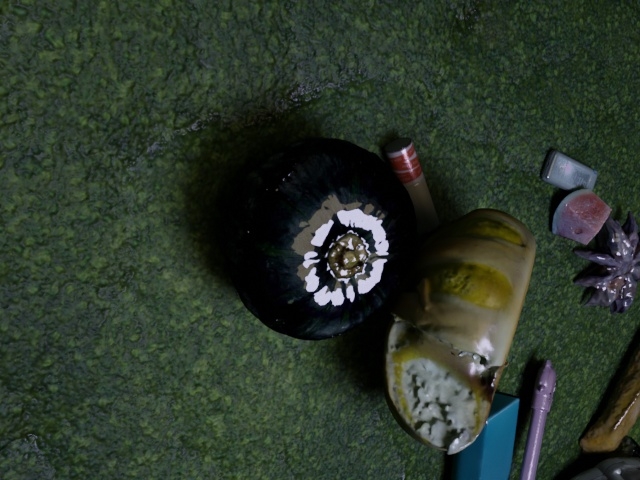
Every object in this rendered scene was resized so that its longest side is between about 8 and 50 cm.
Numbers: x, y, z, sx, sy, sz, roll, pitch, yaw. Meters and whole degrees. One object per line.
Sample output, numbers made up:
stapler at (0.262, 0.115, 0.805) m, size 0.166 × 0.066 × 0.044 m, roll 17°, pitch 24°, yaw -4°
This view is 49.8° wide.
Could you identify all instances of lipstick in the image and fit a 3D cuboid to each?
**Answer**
lipstick at (0.124, -0.072, 0.927) m, size 0.038 × 0.038 × 0.131 m, roll -35°, pitch 119°, yaw -20°

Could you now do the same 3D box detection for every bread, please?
bread at (0.172, 0.109, 0.899) m, size 0.333 × 0.160 × 0.333 m, roll 18°, pitch 90°, yaw -74°

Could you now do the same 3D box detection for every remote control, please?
remote control at (0.403, -0.105, 1.111) m, size 0.124 × 0.018 × 0.053 m, roll 15°, pitch 96°, yaw -35°

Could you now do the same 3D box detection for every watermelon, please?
watermelon at (0.420, -0.040, 1.109) m, size 0.092 × 0.072 × 0.085 m, roll 37°, pitch 76°, yaw -35°

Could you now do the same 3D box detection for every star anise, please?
star anise at (0.521, 0.039, 1.202) m, size 0.180 × 0.061 × 0.205 m, roll -9°, pitch 108°, yaw -31°

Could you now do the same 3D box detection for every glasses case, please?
glasses case at (0.258, 0.402, 1.133) m, size 0.117 × 0.070 × 0.301 m, roll -11°, pitch 108°, yaw -47°

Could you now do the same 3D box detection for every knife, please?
knife at (0.339, 0.396, 1.152) m, size 0.132 × 0.038 × 0.399 m, roll 37°, pitch 67°, yaw -66°

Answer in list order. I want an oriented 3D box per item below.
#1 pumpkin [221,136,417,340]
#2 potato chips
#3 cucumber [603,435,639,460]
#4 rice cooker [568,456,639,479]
pumpkin at (0.000, 0.000, 0.794) m, size 0.233 × 0.163 × 0.233 m, roll -8°, pitch 106°, yaw -29°
potato chips at (0.615, 0.235, 1.312) m, size 0.057 × 0.080 × 0.407 m, roll 32°, pitch 85°, yaw -24°
cucumber at (0.662, 0.476, 1.410) m, size 0.300 × 0.072 × 0.072 m, roll 40°, pitch 81°, yaw -34°
rice cooker at (0.557, 0.584, 1.225) m, size 0.335 × 0.325 × 0.335 m, roll -4°, pitch 108°, yaw -11°
